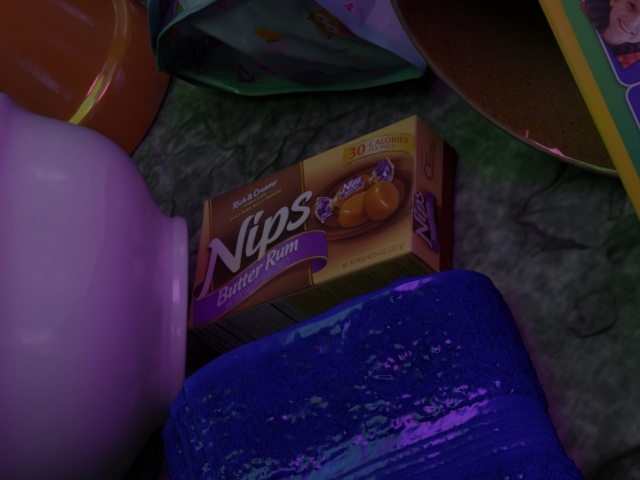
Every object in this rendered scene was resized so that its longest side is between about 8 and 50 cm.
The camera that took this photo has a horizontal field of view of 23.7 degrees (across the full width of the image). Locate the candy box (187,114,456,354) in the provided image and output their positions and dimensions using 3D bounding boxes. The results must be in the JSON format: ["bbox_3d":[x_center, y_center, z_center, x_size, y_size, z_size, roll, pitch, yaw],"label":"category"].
[{"bbox_3d":[0.000,0.000,1.015,0.186,0.053,0.109,-19,50,32],"label":"candy box"}]

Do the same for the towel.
[{"bbox_3d":[0.032,0.159,0.813,0.227,0.076,0.308,-27,44,7],"label":"towel"}]

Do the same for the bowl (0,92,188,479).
[{"bbox_3d":[-0.158,0.052,1.018,0.134,0.298,0.298,2,51,-6],"label":"bowl"}]

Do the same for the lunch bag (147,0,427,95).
[{"bbox_3d":[-0.016,-0.228,1.120,0.262,0.160,0.223,-2,63,56],"label":"lunch bag"}]

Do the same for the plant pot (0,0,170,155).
[{"bbox_3d":[-0.261,-0.157,1.274,0.205,0.188,0.205,-25,47,30],"label":"plant pot"}]

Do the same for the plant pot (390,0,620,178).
[{"bbox_3d":[0.196,-0.205,0.868,0.237,0.237,0.254,3,50,45],"label":"plant pot"}]

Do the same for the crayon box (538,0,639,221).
[{"bbox_3d":[0.221,-0.049,0.673,0.165,0.278,0.081,-19,13,33],"label":"crayon box"}]
